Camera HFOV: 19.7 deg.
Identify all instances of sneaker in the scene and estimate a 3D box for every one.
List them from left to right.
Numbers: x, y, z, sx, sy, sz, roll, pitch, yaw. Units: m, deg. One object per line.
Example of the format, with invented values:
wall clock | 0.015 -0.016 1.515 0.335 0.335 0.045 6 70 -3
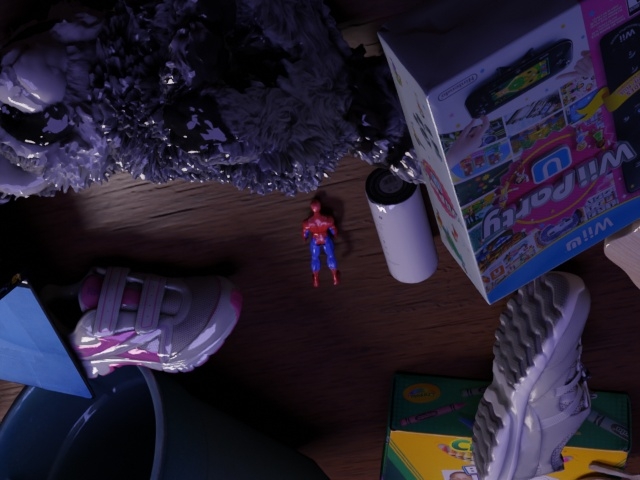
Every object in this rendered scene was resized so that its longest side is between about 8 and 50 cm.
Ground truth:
sneaker | -0.205 0.081 1.993 0.252 0.103 0.111 -13 142 23
sneaker | 0.248 0.146 2.004 0.115 0.105 0.281 3 130 -16

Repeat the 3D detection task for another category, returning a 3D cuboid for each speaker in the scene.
speaker | 0.082 -0.016 1.860 0.055 0.055 0.136 -4 143 13

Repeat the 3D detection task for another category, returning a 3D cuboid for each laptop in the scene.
laptop | -0.493 0.117 1.904 0.382 0.408 0.236 9 115 18

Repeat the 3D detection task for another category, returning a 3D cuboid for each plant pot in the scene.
plant pot | -0.173 0.325 2.163 0.334 0.341 0.341 26 140 -38

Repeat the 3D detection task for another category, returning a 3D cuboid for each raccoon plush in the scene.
raccoon plush | -0.100 -0.086 1.680 0.299 0.216 0.446 -18 139 41

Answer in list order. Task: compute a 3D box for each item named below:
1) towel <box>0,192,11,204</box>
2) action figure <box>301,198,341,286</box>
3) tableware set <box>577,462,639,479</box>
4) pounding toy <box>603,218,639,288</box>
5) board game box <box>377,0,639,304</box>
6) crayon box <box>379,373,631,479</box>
towel | -0.444 -0.045 1.704 0.235 0.121 0.284 -24 177 26
action figure | 0.000 0.000 1.916 0.038 0.030 0.115 -3 139 3
tableware set | 0.377 0.323 2.152 0.194 0.039 0.128 14 143 -7
pounding toy | 0.391 0.042 1.810 0.154 0.155 0.269 -17 139 35
board game box | 0.192 -0.111 1.596 0.224 0.097 0.303 -30 143 -6
crayon box | 0.214 0.243 2.174 0.278 0.081 0.165 5 144 1
